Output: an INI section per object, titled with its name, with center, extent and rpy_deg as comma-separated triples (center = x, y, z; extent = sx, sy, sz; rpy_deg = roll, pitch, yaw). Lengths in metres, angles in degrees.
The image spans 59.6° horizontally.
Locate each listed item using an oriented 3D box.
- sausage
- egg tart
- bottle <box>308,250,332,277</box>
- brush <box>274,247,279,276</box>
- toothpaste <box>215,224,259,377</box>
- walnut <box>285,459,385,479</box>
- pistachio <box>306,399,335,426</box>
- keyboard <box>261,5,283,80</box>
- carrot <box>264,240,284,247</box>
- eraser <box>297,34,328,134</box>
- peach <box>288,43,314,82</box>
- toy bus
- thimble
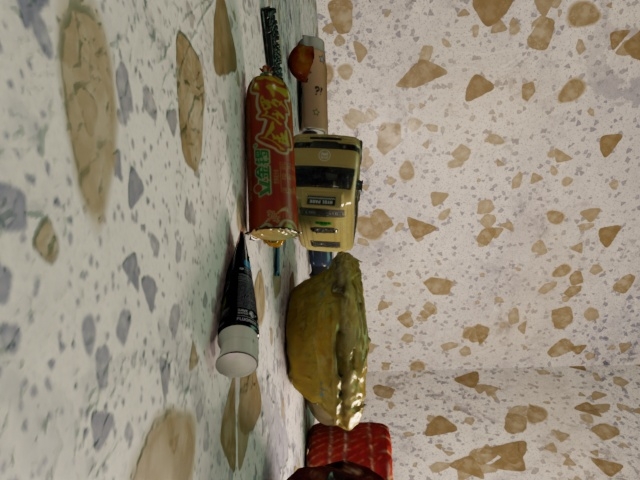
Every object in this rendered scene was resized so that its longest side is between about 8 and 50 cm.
[sausage]
center = -0.075, -0.132, 0.813
extent = 0.083, 0.083, 0.263
rpy_deg = 67, 19, -79
[egg tart]
center = 0.015, 0.211, 1.217
extent = 0.388, 0.169, 0.387
rpy_deg = -1, 90, -89
[bottle]
center = 0.000, 0.000, 1.711
extent = 0.072, 0.082, 0.244
rpy_deg = -114, -159, -82
[brush]
center = -0.081, -0.013, 1.050
extent = 0.051, 0.014, 0.164
rpy_deg = 67, 22, -74
[toothpaste]
center = -0.094, 0.069, 0.648
extent = 0.193, 0.045, 0.071
rpy_deg = -97, -171, -49
[walnut]
center = 0.013, 0.479, 0.858
extent = 0.244, 0.222, 0.269
rpy_deg = -44, 150, -41
[pistachio]
center = 0.022, 0.379, 1.477
extent = 0.144, 0.144, 0.215
rpy_deg = 81, 1, -58
[keyboard]
center = -0.088, -0.328, 1.080
extent = 0.072, 0.023, 0.231
rpy_deg = -79, 166, -64
[carrot]
center = -0.073, -0.050, 0.974
extent = 0.170, 0.042, 0.042
rpy_deg = -87, 173, -53
[eraser]
center = -0.022, -0.444, 1.683
extent = 0.171, 0.087, 0.290
rpy_deg = 81, 8, -79
[peach]
center = -0.052, -0.450, 1.414
extent = 0.098, 0.062, 0.098
rpy_deg = -169, -90, -75
[toy bus]
center = 0.017, -0.109, 1.379
extent = 0.365, 0.177, 0.201
rpy_deg = 80, 14, -69
[thimble]
center = 0.086, 0.655, 1.493
extent = 0.350, 0.231, 0.350
rpy_deg = -2, 90, -85
